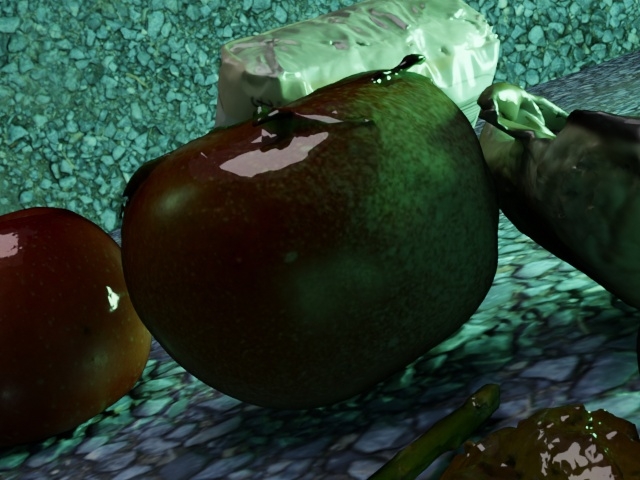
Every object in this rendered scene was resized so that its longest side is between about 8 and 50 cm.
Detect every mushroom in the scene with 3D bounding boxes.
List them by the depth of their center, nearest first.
[{"bbox_3d":[0.212,-0.036,0.727,0.247,0.130,0.344,23,8,-14],"label":"mushroom"}]

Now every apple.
[{"bbox_3d":[-0.297,0.081,0.951,0.260,0.216,0.260,-14,9,2],"label":"apple"}]

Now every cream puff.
[{"bbox_3d":[0.094,0.120,0.400,0.122,0.094,0.116,-3,20,43],"label":"cream puff"}]

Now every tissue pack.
[{"bbox_3d":[0.025,-0.088,1.075,0.390,0.375,0.195,-22,50,-37],"label":"tissue pack"}]

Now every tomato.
[{"bbox_3d":[0.000,0.000,0.769,0.303,0.239,0.303,-22,8,3],"label":"tomato"}]

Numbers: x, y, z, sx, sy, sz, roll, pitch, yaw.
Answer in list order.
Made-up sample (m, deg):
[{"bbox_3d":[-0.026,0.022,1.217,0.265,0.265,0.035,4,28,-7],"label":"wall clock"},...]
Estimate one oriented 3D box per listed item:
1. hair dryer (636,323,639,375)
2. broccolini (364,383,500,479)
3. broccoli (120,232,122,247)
[{"bbox_3d":[0.302,0.064,0.353,0.302,0.116,0.244,-10,13,5],"label":"hair dryer"},{"bbox_3d":[0.030,0.153,0.544,0.254,0.071,0.057,-19,-34,-45],"label":"broccolini"},{"bbox_3d":[-0.139,-0.006,1.279,0.226,0.198,0.176,10,-48,-42],"label":"broccoli"}]
